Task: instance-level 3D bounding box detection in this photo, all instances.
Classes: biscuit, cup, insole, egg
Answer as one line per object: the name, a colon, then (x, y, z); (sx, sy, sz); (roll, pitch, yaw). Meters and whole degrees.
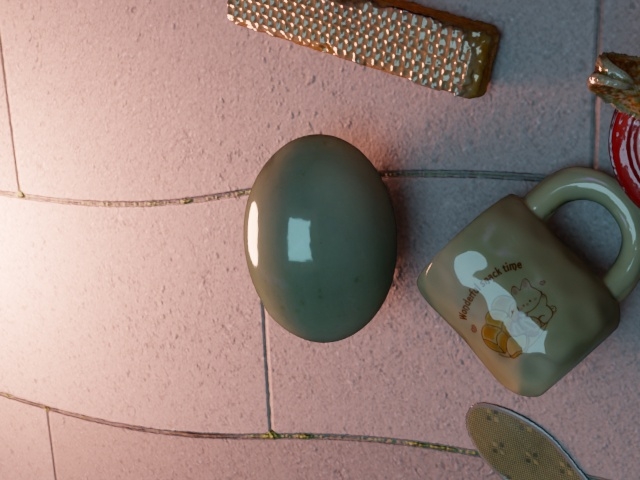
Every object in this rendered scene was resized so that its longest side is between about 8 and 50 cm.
biscuit: (0.047, -0.275, 1.387); (0.378, 0.054, 0.094); (22, 118, 25)
cup: (0.273, 0.045, 1.313); (0.202, 0.255, 0.173); (48, 167, 12)
insole: (0.321, 0.336, 1.447); (0.322, 0.007, 0.109); (44, 125, 14)
egg: (0.000, 0.000, 1.420); (0.203, 0.203, 0.283); (12, 115, 30)

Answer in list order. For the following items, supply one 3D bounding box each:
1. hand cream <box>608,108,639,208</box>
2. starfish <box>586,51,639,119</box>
hand cream: (0.416, -0.112, 1.161); (0.193, 0.125, 0.193); (11, 111, 32)
starfish: (0.420, -0.115, 1.019); (0.303, 0.113, 0.312); (47, 109, 10)
